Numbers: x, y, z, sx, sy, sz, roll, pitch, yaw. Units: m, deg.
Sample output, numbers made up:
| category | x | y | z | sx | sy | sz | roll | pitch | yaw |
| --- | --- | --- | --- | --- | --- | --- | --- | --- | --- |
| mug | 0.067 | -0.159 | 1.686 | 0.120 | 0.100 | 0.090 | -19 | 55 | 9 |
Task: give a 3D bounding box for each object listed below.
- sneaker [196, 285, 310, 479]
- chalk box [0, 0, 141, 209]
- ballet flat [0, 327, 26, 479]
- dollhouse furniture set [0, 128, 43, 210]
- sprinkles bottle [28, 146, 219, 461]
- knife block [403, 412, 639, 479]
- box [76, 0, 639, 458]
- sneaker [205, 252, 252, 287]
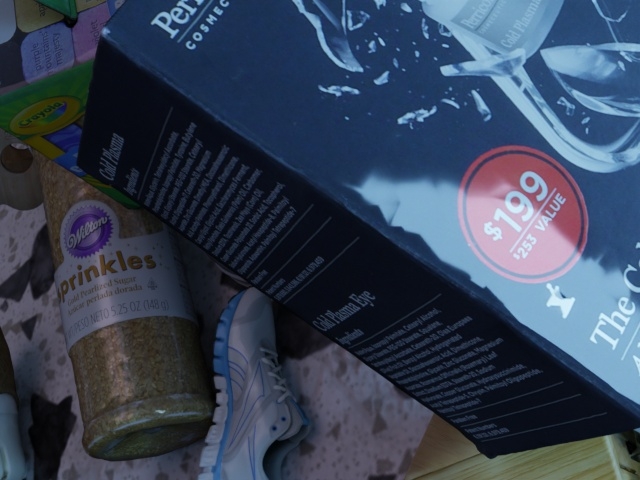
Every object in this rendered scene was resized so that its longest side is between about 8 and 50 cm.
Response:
| category | x | y | z | sx | sy | sz | roll | pitch | yaw |
| --- | --- | --- | --- | --- | --- | --- | --- | --- | --- |
| sneaker | -0.044 | 0.131 | 0.850 | 0.083 | 0.071 | 0.190 | -3 | 75 | 26 |
| chalk box | -0.148 | -0.167 | 0.772 | 0.179 | 0.289 | 0.180 | -17 | 69 | 13 |
| ballet flat | -0.369 | 0.248 | 1.023 | 0.124 | 0.116 | 0.342 | 26 | 88 | 21 |
| dollhouse furniture set | -0.281 | -0.116 | 1.144 | 0.161 | 0.101 | 0.182 | -11 | 21 | -9 |
| sprinkles bottle | -0.185 | 0.014 | 0.936 | 0.121 | 0.121 | 0.355 | -29 | 64 | 25 |
| knife block | 0.168 | 0.188 | 0.640 | 0.242 | 0.088 | 0.275 | 24 | 86 | 42 |
| box | 0.088 | -0.107 | 0.597 | 0.343 | 0.313 | 0.179 | -57 | 4 | -23 |
| sneaker | 0.000 | 0.000 | 0.830 | 0.281 | 0.115 | 0.105 | -4 | 69 | 36 |
